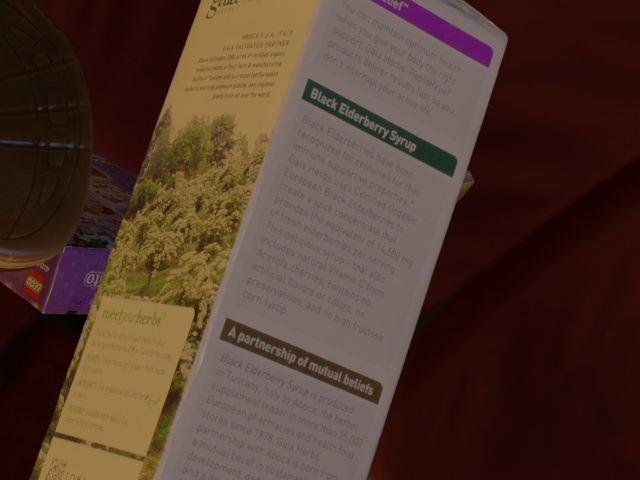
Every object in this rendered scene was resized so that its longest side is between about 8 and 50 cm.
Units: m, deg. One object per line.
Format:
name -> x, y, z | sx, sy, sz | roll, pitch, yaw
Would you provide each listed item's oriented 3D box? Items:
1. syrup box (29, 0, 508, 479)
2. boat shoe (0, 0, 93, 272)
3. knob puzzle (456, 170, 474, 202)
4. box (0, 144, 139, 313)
syrup box -> -0.020, 0.009, 0.713 | 0.096, 0.236, 0.093 | 26, 167, -33
boat shoe -> -0.250, -0.113, 1.267 | 0.123, 0.123, 0.342 | -55, 50, 50
knob puzzle -> 0.000, 0.000, 1.332 | 0.213, 0.213, 0.030 | 114, 138, -68
box -> -0.218, -0.031, 1.415 | 0.293, 0.057, 0.201 | 32, -161, 37
